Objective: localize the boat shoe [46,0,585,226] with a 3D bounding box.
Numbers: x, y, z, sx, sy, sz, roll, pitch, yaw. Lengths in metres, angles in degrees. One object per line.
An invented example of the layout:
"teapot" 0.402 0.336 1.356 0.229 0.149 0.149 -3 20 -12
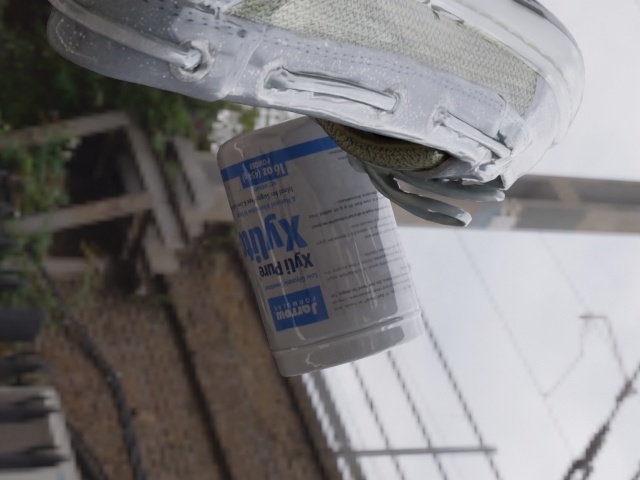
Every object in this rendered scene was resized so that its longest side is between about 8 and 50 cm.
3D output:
"boat shoe" 0.010 -0.068 0.538 0.118 0.320 0.103 33 -87 20

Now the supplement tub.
"supplement tub" 0.000 0.000 0.668 0.071 0.071 0.107 -18 -92 59
